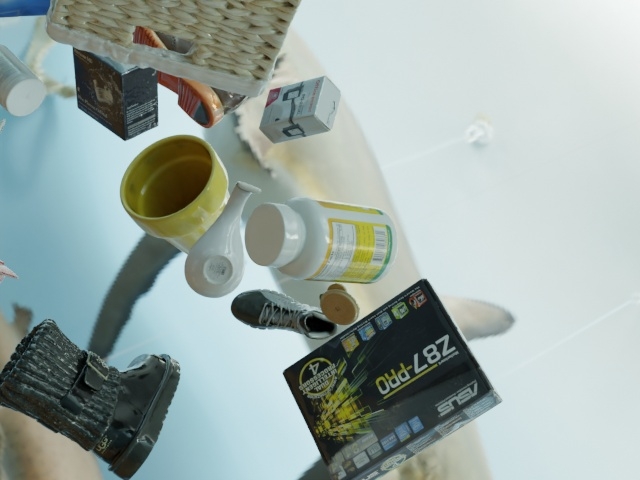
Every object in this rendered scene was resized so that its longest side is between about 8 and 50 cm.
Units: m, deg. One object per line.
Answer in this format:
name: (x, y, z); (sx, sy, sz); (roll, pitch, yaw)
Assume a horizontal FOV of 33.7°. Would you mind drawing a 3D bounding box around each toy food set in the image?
toy food set: (0.036, 0.125, 1.999); (0.083, 0.020, 0.082); (40, -53, -2)

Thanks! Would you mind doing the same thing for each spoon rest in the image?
spoon rest: (-0.211, -0.002, 2.365); (0.276, 0.137, 0.084); (-67, -163, 7)

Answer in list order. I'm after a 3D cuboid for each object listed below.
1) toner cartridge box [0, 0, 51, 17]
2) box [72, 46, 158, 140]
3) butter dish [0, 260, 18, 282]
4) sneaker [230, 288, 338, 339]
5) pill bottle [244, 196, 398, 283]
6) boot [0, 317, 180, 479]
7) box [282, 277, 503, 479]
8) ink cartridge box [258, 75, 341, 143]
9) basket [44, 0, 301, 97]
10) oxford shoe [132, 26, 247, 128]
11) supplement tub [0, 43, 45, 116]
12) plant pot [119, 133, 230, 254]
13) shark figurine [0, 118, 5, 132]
toner cartridge box: (-0.551, -0.517, 2.087); (0.165, 0.347, 0.075); (56, -37, 39)
box: (-0.402, -0.307, 2.073); (0.156, 0.093, 0.158); (34, -42, 29)
butter dish: (-0.605, 0.063, 1.737); (0.160, 0.118, 0.160); (24, -8, 5)
sneaker: (-0.067, 0.151, 2.146); (0.132, 0.228, 0.086); (174, -72, -81)
pill bottle: (0.000, 0.000, 1.492); (0.117, 0.208, 0.118); (-6, -99, 47)
boot: (-0.374, 0.224, 1.735); (0.260, 0.131, 0.348); (35, 11, -10)
box: (0.148, 0.316, 2.295); (0.097, 0.394, 0.318); (46, 13, -56)
ink cartridge box: (-0.043, -0.273, 2.205); (0.150, 0.109, 0.063); (-9, -36, 35)
basket: (-0.179, -0.429, 1.468); (0.266, 0.328, 0.331); (125, -24, -57)
oxford shoe: (-0.300, -0.398, 2.260); (0.364, 0.132, 0.130); (49, -28, 11)
supplement tub: (-0.476, -0.245, 1.606); (0.107, 0.071, 0.071); (43, -39, 28)
plant pot: (-0.317, -0.087, 2.547); (0.254, 0.254, 0.239); (37, -12, 38)
shark figurine: (-0.401, -0.103, 1.167); (0.166, 0.116, 0.278); (44, -7, -22)
